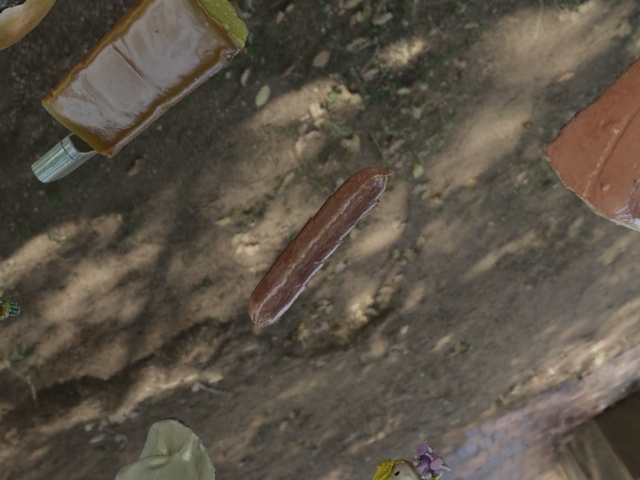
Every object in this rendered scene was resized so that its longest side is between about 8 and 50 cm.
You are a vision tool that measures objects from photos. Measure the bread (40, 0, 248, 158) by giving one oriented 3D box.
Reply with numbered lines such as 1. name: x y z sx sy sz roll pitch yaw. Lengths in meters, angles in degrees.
1. bread: -0.256 -0.250 1.127 0.361 0.077 0.138 -26 121 41

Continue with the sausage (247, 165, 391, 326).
1. sausage: -0.001 -0.002 1.563 0.433 0.088 0.088 -49 154 -18

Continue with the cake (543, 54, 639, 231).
1. cake: 0.266 -0.091 0.516 0.109 0.090 0.225 9 139 -32

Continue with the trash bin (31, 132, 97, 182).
1. trash bin: -0.583 -0.196 1.811 0.130 0.059 0.116 -31 -177 23

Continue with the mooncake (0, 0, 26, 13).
1. mooncake: -0.459 -0.416 0.950 0.324 0.324 0.187 -25 155 0

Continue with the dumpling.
1. dumpling: -0.194 0.308 0.975 0.142 0.173 0.247 18 167 -32

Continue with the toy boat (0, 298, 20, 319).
1. toy boat: -0.598 0.141 1.340 0.088 0.229 0.089 20 107 -2

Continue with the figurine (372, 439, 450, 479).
1. figurine: 0.141 0.410 1.305 0.156 0.095 0.115 -42 141 -5

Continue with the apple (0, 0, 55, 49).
1. apple: -0.682 -0.535 1.466 0.391 0.346 0.391 1 132 1
